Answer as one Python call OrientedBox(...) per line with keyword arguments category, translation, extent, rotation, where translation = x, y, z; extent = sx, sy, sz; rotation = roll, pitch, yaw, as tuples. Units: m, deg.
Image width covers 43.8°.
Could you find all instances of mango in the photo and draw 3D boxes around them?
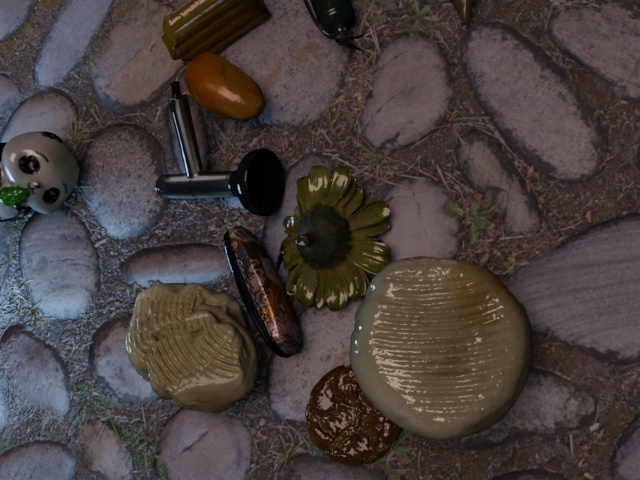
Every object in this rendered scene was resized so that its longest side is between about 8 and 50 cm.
OrientedBox(category="mango", translation=(-0.225, -0.358, 1.902), extent=(0.252, 0.153, 0.126), rotation=(40, 103, 36))

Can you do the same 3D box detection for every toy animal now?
OrientedBox(category="toy animal", translation=(-0.755, -0.160, 2.031), extent=(0.266, 0.212, 0.213), rotation=(-12, 76, 25))

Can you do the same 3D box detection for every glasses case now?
OrientedBox(category="glasses case", translation=(-0.130, 0.112, 1.787), extent=(0.082, 0.122, 0.321), rotation=(-31, 71, 17))

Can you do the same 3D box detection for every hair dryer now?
OrientedBox(category="hair dryer", translation=(-0.265, -0.202, 1.834), extent=(0.320, 0.284, 0.156), rotation=(8, 40, 25))

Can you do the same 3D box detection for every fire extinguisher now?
OrientedBox(category="fire extinguisher", translation=(0.019, -0.567, 1.873), extent=(0.118, 0.093, 0.295), rotation=(-11, 73, -24))

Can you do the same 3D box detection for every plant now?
OrientedBox(category="plant", translation=(-0.014, 0.011, 1.733), extent=(0.261, 0.297, 0.306), rotation=(-33, 85, 44))

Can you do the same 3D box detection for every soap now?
OrientedBox(category="soap", translation=(-0.265, -0.531, 1.935), extent=(0.257, 0.160, 0.080), rotation=(-30, 70, 12))

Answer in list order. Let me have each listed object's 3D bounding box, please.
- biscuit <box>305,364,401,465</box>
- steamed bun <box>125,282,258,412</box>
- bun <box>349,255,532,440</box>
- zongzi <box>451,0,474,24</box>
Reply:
OrientedBox(category="biscuit", translation=(0.070, 0.373, 1.709), extent=(0.225, 0.042, 0.226), rotation=(-4, 78, 19))
OrientedBox(category="steamed bun", translation=(-0.270, 0.247, 1.780), extent=(0.288, 0.203, 0.276), rotation=(5, 67, 10))
OrientedBox(category="bun", translation=(0.233, 0.215, 1.582), extent=(0.364, 0.219, 0.366), rotation=(-1, 74, 4))
OrientedBox(category="zongzi", translation=(0.280, -0.581, 1.790), extent=(0.160, 0.078, 0.176), rotation=(17, 95, 29))
